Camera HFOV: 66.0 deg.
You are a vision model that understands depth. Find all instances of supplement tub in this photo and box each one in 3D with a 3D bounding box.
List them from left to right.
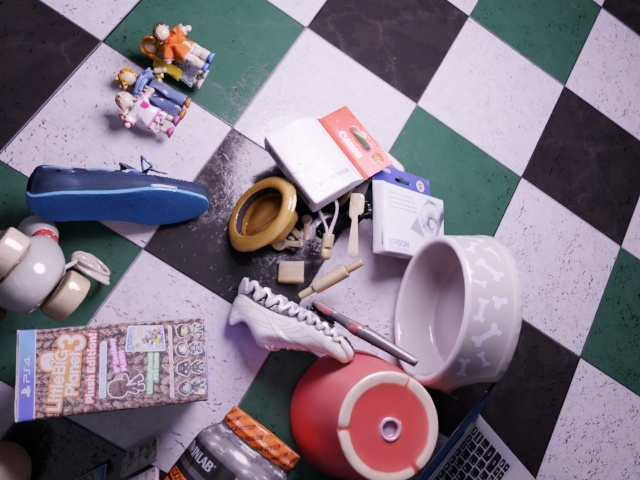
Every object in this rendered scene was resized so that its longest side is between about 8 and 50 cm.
[{"bbox_3d":[-0.202,0.491,0.897,0.207,0.207,0.338,39,70,-4],"label":"supplement tub"}]

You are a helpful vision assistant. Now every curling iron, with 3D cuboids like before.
[{"bbox_3d":[0.086,0.193,1.052,0.274,0.068,0.035,22,72,31],"label":"curling iron"}]

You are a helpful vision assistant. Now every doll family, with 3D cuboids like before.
[{"bbox_3d":[-0.362,-0.361,1.111,0.163,0.118,0.262,29,90,-14],"label":"doll family"}]

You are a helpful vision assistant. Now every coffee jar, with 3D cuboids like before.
[{"bbox_3d":[0.017,-0.142,1.155,0.185,0.096,0.079,25,67,-8],"label":"coffee jar"}]

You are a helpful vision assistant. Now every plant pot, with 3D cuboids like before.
[{"bbox_3d":[0.093,0.356,0.988,0.275,0.243,0.274,3,77,-15],"label":"plant pot"}]

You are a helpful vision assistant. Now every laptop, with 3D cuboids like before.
[{"bbox_3d":[0.298,0.544,0.988,0.382,0.236,0.408,-42,96,-19],"label":"laptop"}]

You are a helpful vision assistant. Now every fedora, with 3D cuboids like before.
[{"bbox_3d":[-0.115,-0.048,1.083,0.079,0.194,0.194,34,67,-45],"label":"fedora"}]

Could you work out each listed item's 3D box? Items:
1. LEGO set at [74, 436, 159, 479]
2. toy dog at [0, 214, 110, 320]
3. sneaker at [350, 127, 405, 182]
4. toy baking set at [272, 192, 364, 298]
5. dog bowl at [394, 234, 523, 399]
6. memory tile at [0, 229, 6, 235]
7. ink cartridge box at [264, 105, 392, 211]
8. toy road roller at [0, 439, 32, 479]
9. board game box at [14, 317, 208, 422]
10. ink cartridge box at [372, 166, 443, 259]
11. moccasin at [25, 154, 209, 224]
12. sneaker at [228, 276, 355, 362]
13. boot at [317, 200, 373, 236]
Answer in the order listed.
[{"bbox_3d":[-0.389,0.488,0.878,0.244,0.182,0.060,-27,122,-1],"label":"LEGO set"},{"bbox_3d":[-0.520,0.060,0.861,0.220,0.334,0.161,45,81,-11],"label":"toy dog"},{"bbox_3d":[0.114,-0.194,1.209,0.192,0.064,0.086,37,66,-8],"label":"sneaker"},{"bbox_3d":[0.002,0.007,1.091,0.256,0.030,0.196,-26,81,12],"label":"toy baking set"},{"bbox_3d":[0.262,0.147,1.021,0.102,0.349,0.348,12,75,-15],"label":"dog bowl"},{"bbox_3d":[-0.670,0.052,0.973,0.113,0.012,0.147,1,77,-15],"label":"memory tile"},{"bbox_3d":[0.022,-0.198,1.085,0.232,0.066,0.189,-34,78,-15],"label":"ink cartridge box"},{"bbox_3d":[-0.686,0.420,0.793,0.329,0.202,0.240,-42,80,-18],"label":"toy road roller"},{"bbox_3d":[-0.359,0.226,0.901,0.291,0.232,0.141,-2,79,-15],"label":"board game box"},{"bbox_3d":[0.212,-0.066,1.170,0.223,0.045,0.223,10,74,-40],"label":"ink cartridge box"},{"bbox_3d":[-0.397,-0.113,0.999,0.342,0.137,0.116,3,51,-34],"label":"moccasin"},{"bbox_3d":[-0.064,0.188,1.030,0.292,0.110,0.118,26,80,21],"label":"sneaker"},{"bbox_3d":[0.058,-0.050,1.144,0.121,0.099,0.045,-18,81,-18],"label":"boot"}]
